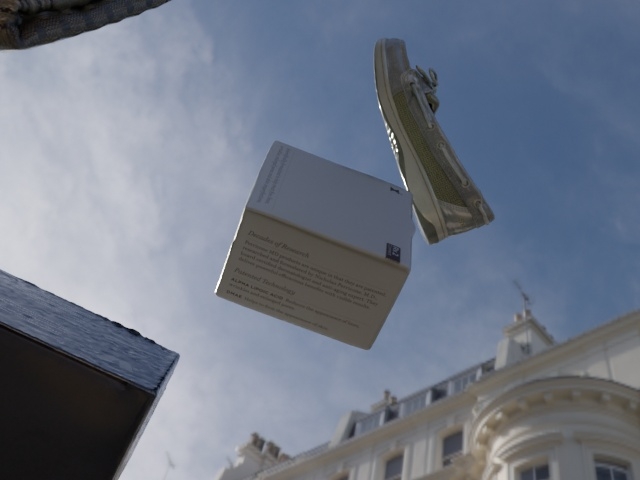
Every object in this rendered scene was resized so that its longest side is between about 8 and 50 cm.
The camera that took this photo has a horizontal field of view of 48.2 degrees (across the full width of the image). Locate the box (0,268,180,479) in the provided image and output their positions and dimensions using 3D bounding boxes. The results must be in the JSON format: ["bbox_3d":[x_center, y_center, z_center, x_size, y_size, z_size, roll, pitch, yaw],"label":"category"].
[{"bbox_3d":[-0.187,0.092,0.468,0.156,0.158,0.093,26,-94,-5],"label":"box"}]

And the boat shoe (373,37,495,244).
[{"bbox_3d":[0.148,-0.151,1.004,0.103,0.320,0.118,-17,-24,8],"label":"boat shoe"}]

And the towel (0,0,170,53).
[{"bbox_3d":[-0.216,-0.210,0.544,0.312,0.324,0.056,8,-57,29],"label":"towel"}]

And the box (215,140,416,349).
[{"bbox_3d":[0.000,0.000,0.799,0.182,0.181,0.119,21,-60,-4],"label":"box"}]
